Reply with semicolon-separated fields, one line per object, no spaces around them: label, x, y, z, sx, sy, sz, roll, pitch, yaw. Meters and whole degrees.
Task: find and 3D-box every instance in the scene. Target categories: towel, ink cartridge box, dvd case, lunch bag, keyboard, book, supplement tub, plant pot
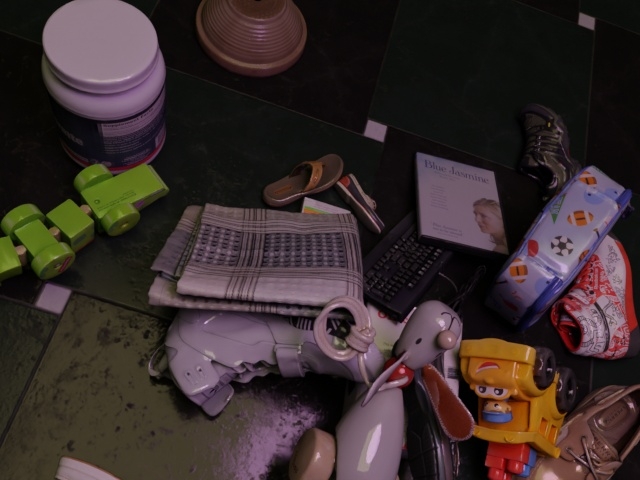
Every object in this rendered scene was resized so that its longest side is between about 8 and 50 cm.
towel;-0.093;0.016;1.038;0.325;0.056;0.312;3;29;0
ink cartridge box;0.137;0.238;1.082;0.172;0.100;0.237;13;64;-8
dvd case;0.274;-0.072;1.257;0.181;0.022;0.253;12;45;-8
lunch bag;0.432;0.019;1.167;0.115;0.243;0.303;40;76;21
keyboard;0.202;0.044;1.156;0.202;0.033;0.317;34;44;14
book;0.000;0.000;1.197;0.096;0.035;0.144;15;65;-8
supplement tub;-0.361;-0.251;1.088;0.191;0.272;0.191;5;65;-11
plant pot;-0.138;-0.467;1.331;0.238;0.109;0.237;6;64;-12

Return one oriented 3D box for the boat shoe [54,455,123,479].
boat shoe;-0.273;0.409;0.909;0.277;0.098;0.096;33;62;1

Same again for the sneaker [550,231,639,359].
sneaker;0.521;0.096;1.244;0.145;0.090;0.269;3;68;-15

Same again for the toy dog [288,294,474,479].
toy dog;0.091;0.249;0.862;0.220;0.161;0.333;8;100;-17

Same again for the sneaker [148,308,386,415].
sneaker;-0.092;0.189;1.003;0.366;0.137;0.210;21;66;21

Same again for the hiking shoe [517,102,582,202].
hiking shoe;0.470;-0.193;1.365;0.114;0.086;0.226;-14;71;-22

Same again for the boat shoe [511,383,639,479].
boat shoe;0.450;0.357;1.098;0.341;0.110;0.121;-37;79;-25

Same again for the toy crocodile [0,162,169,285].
toy crocodile;-0.413;-0.027;1.080;0.341;0.105;0.115;-37;79;-29

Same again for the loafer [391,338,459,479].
loafer;0.178;0.274;0.971;0.084;0.096;0.267;-1;66;-20

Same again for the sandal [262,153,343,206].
sandal;-0.031;-0.122;1.224;0.180;0.049;0.072;-27;54;-20

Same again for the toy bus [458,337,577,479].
toy bus;0.307;0.282;1.042;0.220;0.150;0.211;40;61;-41

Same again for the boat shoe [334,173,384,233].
boat shoe;0.082;-0.072;1.240;0.043;0.049;0.137;-32;71;-20
